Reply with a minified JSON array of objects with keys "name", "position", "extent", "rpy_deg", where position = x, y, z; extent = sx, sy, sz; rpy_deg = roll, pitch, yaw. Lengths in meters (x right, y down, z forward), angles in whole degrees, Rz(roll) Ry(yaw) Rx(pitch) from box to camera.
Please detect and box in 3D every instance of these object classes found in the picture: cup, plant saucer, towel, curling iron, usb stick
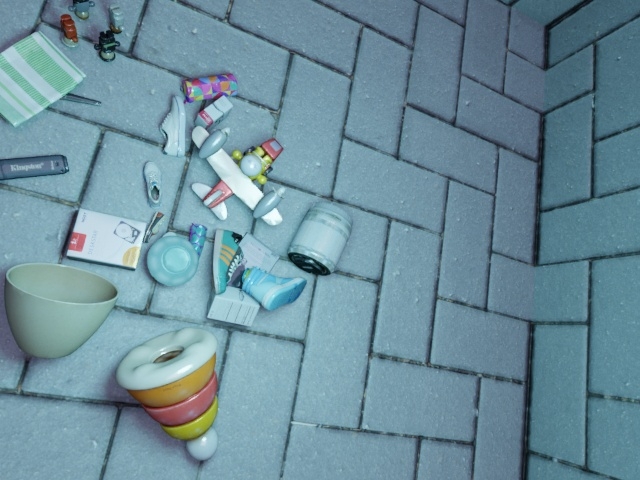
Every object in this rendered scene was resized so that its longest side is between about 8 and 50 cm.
[{"name":"cup","position":[-0.870,0.242,1.470],"extent":[0.332,0.331,0.236],"rpy_deg":[18,98,-21]},{"name":"plant saucer","position":[-0.549,0.075,1.684],"extent":[0.195,0.038,0.194],"rpy_deg":[6,79,-34]},{"name":"towel","position":[-1.067,-0.595,1.619],"extent":[0.248,0.038,0.324],"rpy_deg":[45,63,-9]},{"name":"curling iron","position":[-0.980,-0.563,1.691],"extent":[0.274,0.035,0.068],"rpy_deg":[13,75,-22]},{"name":"usb stick","position":[-1.060,-0.260,1.594],"extent":[0.278,0.045,0.077],"rpy_deg":[-11,85,-26]}]

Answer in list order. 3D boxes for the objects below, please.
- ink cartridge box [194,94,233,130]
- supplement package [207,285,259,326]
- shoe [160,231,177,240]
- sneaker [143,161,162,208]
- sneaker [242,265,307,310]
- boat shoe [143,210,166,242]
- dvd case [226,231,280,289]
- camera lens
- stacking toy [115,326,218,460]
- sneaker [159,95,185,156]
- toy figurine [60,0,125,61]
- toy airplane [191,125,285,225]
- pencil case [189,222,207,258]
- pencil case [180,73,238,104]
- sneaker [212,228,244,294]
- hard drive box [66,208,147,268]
[{"name":"ink cartridge box","position":[-0.451,-0.530,1.885],"extent":[0.063,0.109,0.150],"rpy_deg":[48,66,-9]},{"name":"supplement package","position":[-0.347,0.256,1.772],"extent":[0.180,0.105,0.105],"rpy_deg":[16,110,-22]},{"name":"shoe","position":[-0.608,0.055,1.723],"extent":[0.064,0.081,0.177],"rpy_deg":[21,70,-24]},{"name":"sneaker","position":[-0.652,-0.225,1.754],"extent":[0.072,0.083,0.190],"rpy_deg":[-9,83,-24]},{"name":"sneaker","position":[-0.198,0.170,1.844],"extent":[0.208,0.319,0.127],"rpy_deg":[32,104,19]},{"name":"boat shoe","position":[-0.648,-0.049,1.744],"extent":[0.043,0.049,0.136],"rpy_deg":[27,66,-20]},{"name":"dvd case","position":[-0.305,0.109,1.880],"extent":[0.179,0.030,0.238],"rpy_deg":[39,67,-13]},{"name":"camera lens","position":[0.000,0.000,1.933],"extent":[0.220,0.219,0.274],"rpy_deg":[32,69,-16]},{"name":"stacking toy","position":[-0.490,0.589,1.603],"extent":[0.351,0.351,0.478],"rpy_deg":[-20,107,-26]},{"name":"sneaker","position":[-0.602,-0.469,1.813],"extent":[0.092,0.094,0.257],"rpy_deg":[0,81,-29]},{"name":"toy figurine","position":[-0.879,-0.829,1.732],"extent":[0.213,0.148,0.209],"rpy_deg":[14,69,-20]},{"name":"toy airplane","position":[-0.327,-0.264,1.803],"extent":[0.387,0.272,0.383],"rpy_deg":[5,79,-24]},{"name":"pencil case","position":[-0.504,0.011,1.788],"extent":[0.070,0.065,0.151],"rpy_deg":[23,71,-34]},{"name":"pencil case","position":[-0.474,-0.651,1.907],"extent":[0.237,0.104,0.104],"rpy_deg":[-19,89,-24]},{"name":"sneaker","position":[-0.363,0.078,1.760],"extent":[0.121,0.108,0.301],"rpy_deg":[5,52,-13]},{"name":"hard drive box","position":[-0.784,0.002,1.649],"extent":[0.233,0.089,0.180],"rpy_deg":[13,75,-22]}]
